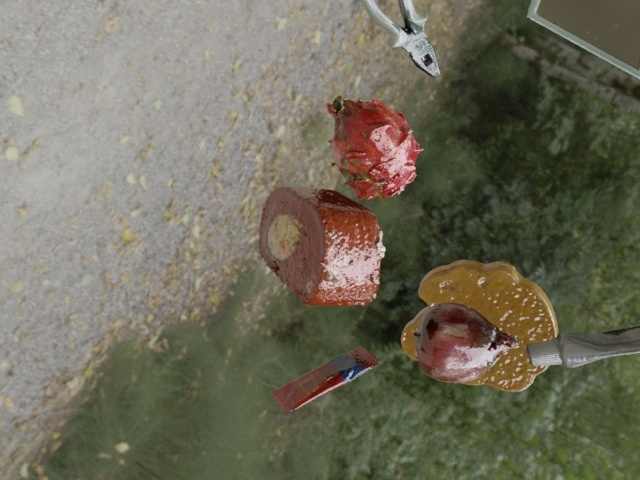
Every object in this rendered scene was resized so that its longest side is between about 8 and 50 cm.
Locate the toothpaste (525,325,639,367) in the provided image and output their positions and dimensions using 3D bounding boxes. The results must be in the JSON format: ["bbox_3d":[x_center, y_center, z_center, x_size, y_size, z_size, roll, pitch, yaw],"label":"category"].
[{"bbox_3d":[0.535,0.197,1.242,0.099,0.282,0.068,-86,164,-50],"label":"toothpaste"}]

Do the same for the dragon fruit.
[{"bbox_3d":[0.118,-0.225,1.514,0.210,0.268,0.205,-25,-161,40],"label":"dragon fruit"}]

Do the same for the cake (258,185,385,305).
[{"bbox_3d":[0.000,0.000,1.196,0.151,0.283,0.177,5,112,-30],"label":"cake"}]

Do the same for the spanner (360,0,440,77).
[{"bbox_3d":[0.156,-0.443,1.302,0.096,0.040,0.325,-39,129,9],"label":"spanner"}]

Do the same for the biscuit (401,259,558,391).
[{"bbox_3d":[0.362,0.193,1.509,0.057,0.351,0.312,-46,137,-64],"label":"biscuit"}]

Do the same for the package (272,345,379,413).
[{"bbox_3d":[0.010,0.257,1.227,0.200,0.083,0.022,-26,115,-17],"label":"package"}]

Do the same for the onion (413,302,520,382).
[{"bbox_3d":[0.274,0.195,1.239,0.159,0.195,0.159,1,90,-73],"label":"onion"}]

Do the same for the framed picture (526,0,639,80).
[{"bbox_3d":[0.539,-0.457,1.281,0.216,0.273,0.016,-68,-169,-15],"label":"framed picture"}]
